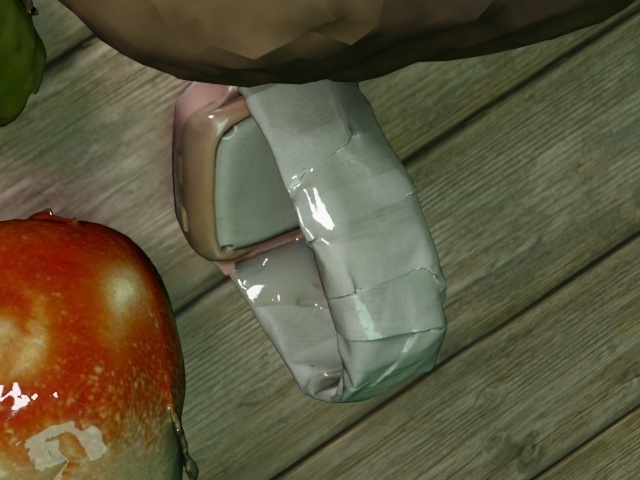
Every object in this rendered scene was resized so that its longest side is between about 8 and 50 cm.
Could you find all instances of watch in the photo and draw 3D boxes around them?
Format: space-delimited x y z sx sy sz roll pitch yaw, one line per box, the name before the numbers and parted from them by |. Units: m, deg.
watch | 0.000 0.000 1.394 0.161 0.241 0.253 -21 140 -20

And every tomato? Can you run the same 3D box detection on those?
tomato | -0.220 0.135 1.347 0.303 0.239 0.303 -21 141 -17

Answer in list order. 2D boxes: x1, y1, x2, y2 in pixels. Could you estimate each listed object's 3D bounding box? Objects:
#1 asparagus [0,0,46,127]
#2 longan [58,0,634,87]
asparagus | -0.273 -0.211 1.047 0.128 0.108 0.382 -31 141 -9
longan | 0.028 -0.291 0.985 0.435 0.404 0.404 -12 143 7
